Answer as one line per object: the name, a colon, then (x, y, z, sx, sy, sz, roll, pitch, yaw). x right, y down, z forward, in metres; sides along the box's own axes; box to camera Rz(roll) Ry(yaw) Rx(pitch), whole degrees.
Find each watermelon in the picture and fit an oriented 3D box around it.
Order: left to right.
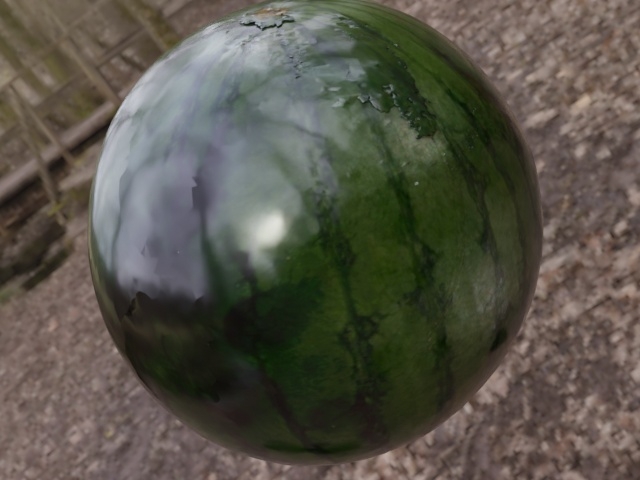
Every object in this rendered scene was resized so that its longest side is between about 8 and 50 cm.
watermelon: (-0.001, -0.004, 0.560, 0.242, 0.242, 0.242, -32, 17, 11)
